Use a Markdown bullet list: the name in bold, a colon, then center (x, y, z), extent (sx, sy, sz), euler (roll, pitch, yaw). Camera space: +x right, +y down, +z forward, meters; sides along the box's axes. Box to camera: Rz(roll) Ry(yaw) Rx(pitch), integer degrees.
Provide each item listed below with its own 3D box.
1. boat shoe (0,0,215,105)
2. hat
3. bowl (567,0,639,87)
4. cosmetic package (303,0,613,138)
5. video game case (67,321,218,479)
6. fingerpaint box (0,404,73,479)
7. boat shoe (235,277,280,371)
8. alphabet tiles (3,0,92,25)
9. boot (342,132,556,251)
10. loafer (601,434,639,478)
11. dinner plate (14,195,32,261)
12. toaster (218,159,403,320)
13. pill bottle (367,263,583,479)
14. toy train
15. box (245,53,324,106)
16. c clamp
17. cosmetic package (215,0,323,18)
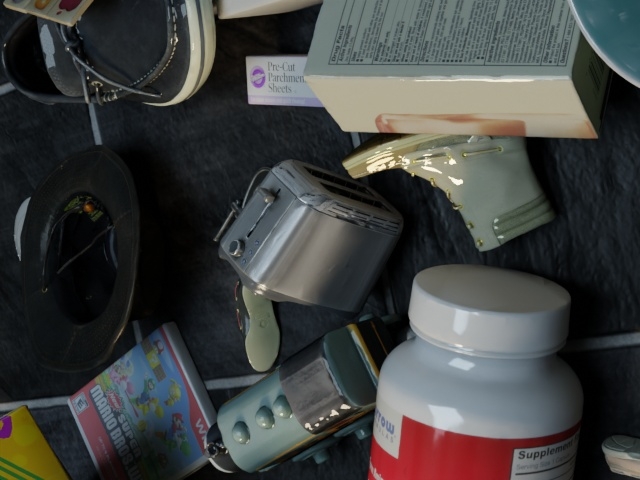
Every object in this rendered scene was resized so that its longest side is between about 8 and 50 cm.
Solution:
- **boat shoe**: center (-0.283, -0.261, 1.973), extent (0.500, 0.156, 0.187), euler (0, 99, 58)
- **hat**: center (-0.303, 0.035, 2.145), extent (0.331, 0.134, 0.331), euler (-15, 69, 44)
- **bowl**: center (0.397, -0.288, 1.406), extent (0.311, 0.163, 0.311), euler (11, 105, 42)
- **cosmetic package**: center (0.151, -0.201, 1.590), extent (0.296, 0.129, 0.153), euler (5, 66, 26)
- **video game case**: center (-0.260, 0.270, 2.226), extent (0.285, 0.025, 0.204), euler (-37, 73, 41)
- **fingerpaint box**: center (-0.355, 0.480, 2.105), extent (0.371, 0.163, 0.445), euler (55, 167, 20)
- **boat shoe**: center (-0.086, 0.110, 2.021), extent (0.042, 0.049, 0.133), euler (-152, 52, -67)
- **alphabet tiles**: center (-0.262, -0.420, 1.932), extent (0.285, 0.011, 0.342), euler (23, 73, 47)
- **boot**: center (0.144, -0.062, 1.697), extent (0.213, 0.077, 0.165), euler (-17, 108, 20)
- **loafer**: center (0.363, 0.245, 1.634), extent (0.125, 0.045, 0.039), euler (14, 125, 47)
- **dinner plate**: center (-0.440, 0.000, 2.346), extent (0.141, 0.017, 0.141), euler (12, 108, 42)
- **toaster**: center (0.000, 0.000, 1.816), extent (0.146, 0.227, 0.129), euler (-60, 40, 15)
- **pill bottle**: center (0.169, 0.245, 1.681), extent (0.229, 0.229, 0.407), euler (18, 110, 39)
- **toy train**: center (-0.007, 0.195, 1.861), extent (0.334, 0.190, 0.142), euler (-34, 75, 41)
- **box**: center (0.045, -0.193, 1.822), extent (0.324, 0.063, 0.067), euler (8, 104, 42)
- **c clamp**: center (-0.073, -0.022, 1.979), extent (0.161, 0.022, 0.137), euler (43, 115, 46)
- **cosmetic package**: center (0.033, -0.387, 1.730), extent (0.365, 0.155, 0.197), euler (-6, 96, 45)
